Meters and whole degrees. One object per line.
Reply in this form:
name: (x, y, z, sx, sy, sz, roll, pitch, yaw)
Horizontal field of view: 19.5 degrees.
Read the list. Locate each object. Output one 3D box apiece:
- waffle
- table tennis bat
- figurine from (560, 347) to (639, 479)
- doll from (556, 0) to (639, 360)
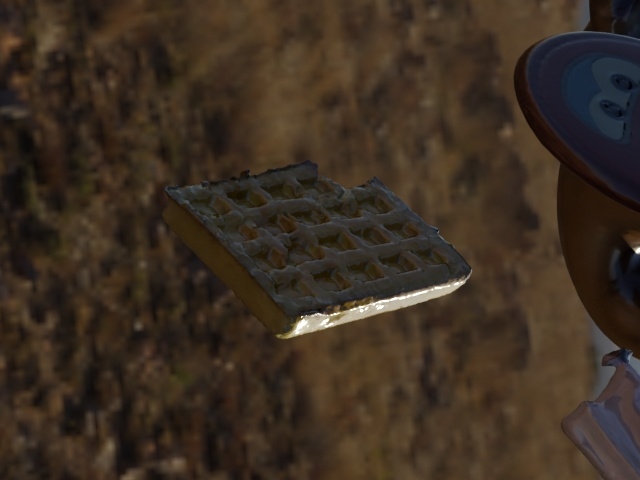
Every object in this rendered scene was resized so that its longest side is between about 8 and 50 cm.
waffle: (0.000, 0.000, 0.830, 0.135, 0.092, 0.021, -13, 140, -52)
table tennis bat: (0.131, -0.022, 0.582, 0.019, 0.155, 0.098, -66, 176, 35)
figurine: (0.070, 0.170, 0.796, 0.144, 0.257, 0.182, 53, 7, 1)
doll: (0.295, -0.068, 1.097, 0.209, 0.340, 0.318, 9, -68, 55)
